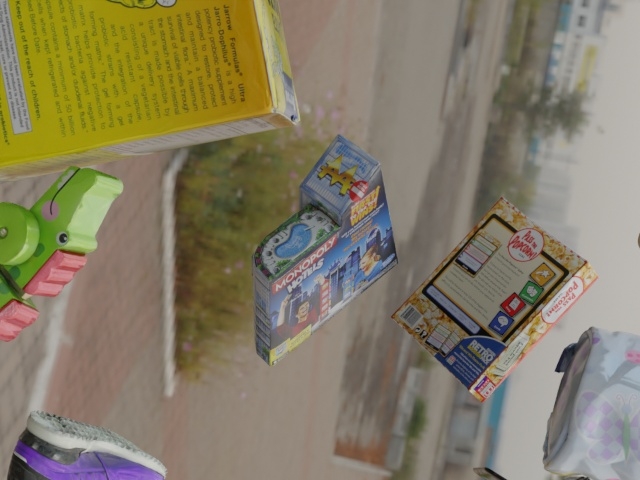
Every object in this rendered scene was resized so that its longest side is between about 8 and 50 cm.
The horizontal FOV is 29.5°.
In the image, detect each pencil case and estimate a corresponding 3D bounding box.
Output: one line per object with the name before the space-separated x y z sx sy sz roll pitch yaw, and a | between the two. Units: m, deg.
pencil case | 0.302 0.158 0.897 0.113 0.273 0.124 -59 163 -59

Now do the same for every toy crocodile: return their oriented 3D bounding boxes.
toy crocodile | -0.333 0.055 1.270 0.340 0.105 0.115 -44 162 4

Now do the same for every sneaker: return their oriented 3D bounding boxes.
sneaker | -0.360 0.356 1.827 0.293 0.102 0.146 32 83 -51

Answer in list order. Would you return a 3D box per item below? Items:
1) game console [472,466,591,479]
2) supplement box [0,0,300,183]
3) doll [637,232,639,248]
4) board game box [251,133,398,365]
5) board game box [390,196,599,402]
game console | 0.251 0.282 1.456 0.122 0.107 0.071 93 -28 -80
supplement box | -0.220 -0.186 1.261 0.194 0.356 0.195 -16 95 -84
doll | 0.474 -0.038 1.492 0.129 0.189 0.046 49 27 -18
board game box | 0.000 0.000 1.206 0.194 0.060 0.194 -38 150 -29
board game box | 0.196 0.065 1.386 0.193 0.147 0.045 -47 140 1
